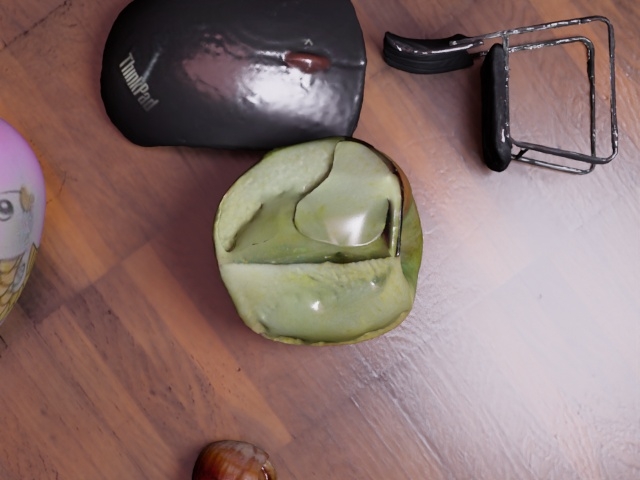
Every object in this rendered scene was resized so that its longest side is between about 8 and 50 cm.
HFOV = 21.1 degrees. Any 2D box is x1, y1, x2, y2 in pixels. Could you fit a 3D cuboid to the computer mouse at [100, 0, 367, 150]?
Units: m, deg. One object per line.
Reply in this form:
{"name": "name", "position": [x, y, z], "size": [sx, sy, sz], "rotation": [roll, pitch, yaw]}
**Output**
{"name": "computer mouse", "position": [-0.088, -0.174, 1.714], "size": [0.269, 0.100, 0.170], "rotation": [2, 90, -2]}

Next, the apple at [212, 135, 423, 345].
{"name": "apple", "position": [0.000, 0.000, 1.675], "size": [0.188, 0.174, 0.207], "rotation": [-5, 111, 13]}

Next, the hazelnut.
{"name": "hazelnut", "position": [-0.085, 0.237, 1.712], "size": [0.086, 0.086, 0.086], "rotation": [0, 88, -2]}

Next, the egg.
{"name": "egg", "position": [-0.370, 0.001, 1.657], "size": [0.196, 0.196, 0.271], "rotation": [18, 106, -1]}

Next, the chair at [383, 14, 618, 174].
{"name": "chair", "position": [0.173, -0.141, 1.703], "size": [0.221, 0.140, 0.145], "rotation": [0, 87, 0]}
